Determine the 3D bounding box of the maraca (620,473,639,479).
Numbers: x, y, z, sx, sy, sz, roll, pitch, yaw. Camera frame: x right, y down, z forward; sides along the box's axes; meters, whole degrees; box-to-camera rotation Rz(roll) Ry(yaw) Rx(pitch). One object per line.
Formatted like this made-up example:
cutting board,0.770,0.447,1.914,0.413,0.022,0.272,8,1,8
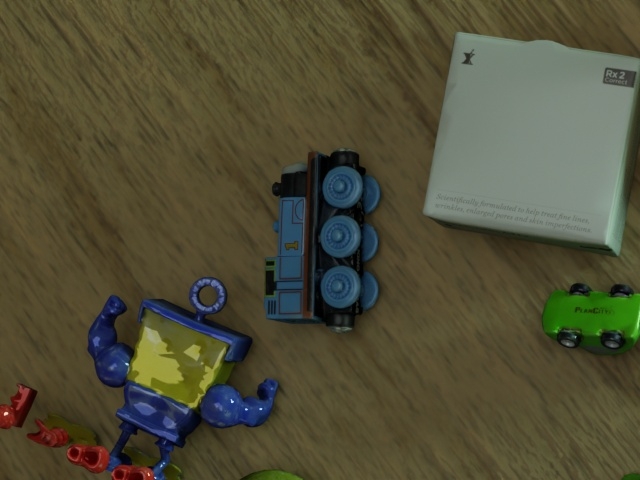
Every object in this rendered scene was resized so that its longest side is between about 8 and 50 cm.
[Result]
maraca,0.347,0.233,1.627,0.186,0.099,0.127,-31,40,24

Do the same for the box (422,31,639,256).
box,0.207,-0.090,1.690,0.181,0.119,0.181,10,86,16

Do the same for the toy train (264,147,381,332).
toy train,0.000,0.000,1.757,0.105,0.080,0.184,-1,83,21

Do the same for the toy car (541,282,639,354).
toy car,0.320,0.079,1.660,0.225,0.053,0.239,2,60,28

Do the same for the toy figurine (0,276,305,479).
toy figurine,-0.125,0.143,1.722,0.363,0.191,0.217,21,84,15
